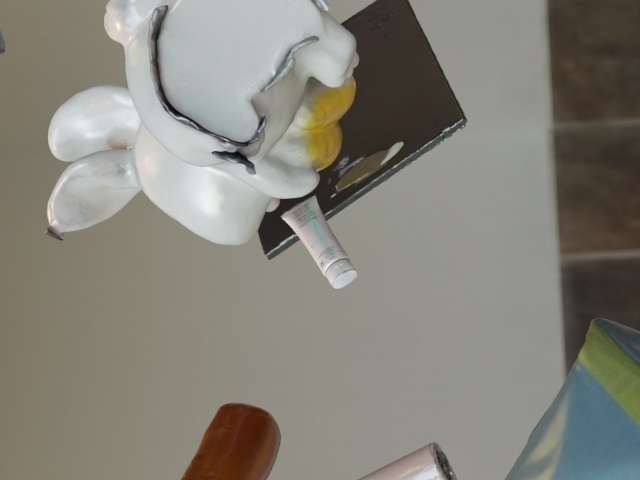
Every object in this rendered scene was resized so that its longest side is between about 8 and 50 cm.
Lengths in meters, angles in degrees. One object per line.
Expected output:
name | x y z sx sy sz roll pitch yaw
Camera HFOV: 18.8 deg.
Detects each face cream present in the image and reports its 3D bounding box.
face cream | 0.000 0.000 1.759 0.115 0.038 0.020 57 180 43

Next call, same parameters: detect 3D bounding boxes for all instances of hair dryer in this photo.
hair dryer | 0.020 0.262 1.752 0.054 0.195 0.220 62 -168 2

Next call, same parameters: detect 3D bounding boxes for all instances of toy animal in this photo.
toy animal | -0.097 -0.100 1.627 0.310 0.247 0.183 126 152 -67

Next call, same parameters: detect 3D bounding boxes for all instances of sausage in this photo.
sausage | -0.112 0.276 2.229 0.300 0.089 0.083 -65 -24 -58

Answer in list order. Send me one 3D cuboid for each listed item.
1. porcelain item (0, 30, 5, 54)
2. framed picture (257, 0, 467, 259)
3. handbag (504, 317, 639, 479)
porcelain item | -0.392 -0.206 1.872 0.147 0.147 0.114 -53 -60 -80
framed picture | 0.016 -0.132 2.019 0.013 0.244 0.324 49 -167 -31
handbag | 0.219 0.208 1.180 0.241 0.263 0.222 -58 38 12
